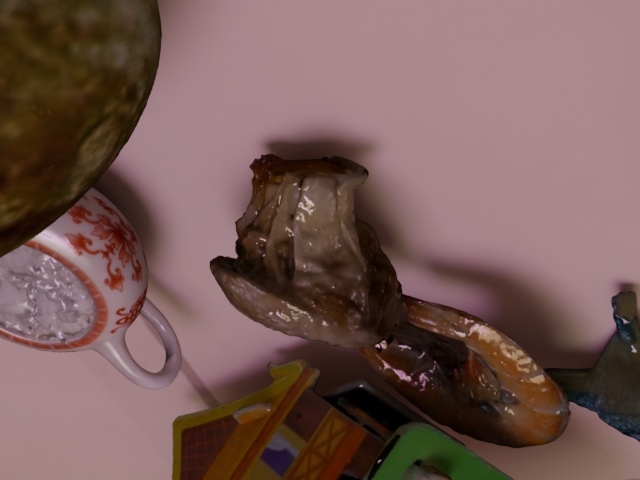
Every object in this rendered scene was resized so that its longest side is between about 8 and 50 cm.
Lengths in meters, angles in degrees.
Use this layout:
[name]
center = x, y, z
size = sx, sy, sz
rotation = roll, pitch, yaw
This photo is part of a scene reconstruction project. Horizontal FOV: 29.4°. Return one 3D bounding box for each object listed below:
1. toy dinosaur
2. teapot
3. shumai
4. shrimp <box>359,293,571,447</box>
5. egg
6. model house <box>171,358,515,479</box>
[toy dinosaur]
center = 0.260, 0.118, 0.869
size = 0.363, 0.076, 0.147
rotation = 17, 147, 8
[teapot]
center = -0.194, 0.022, 0.883
size = 0.245, 0.116, 0.159
rotation = 37, 122, -17
[shumai]
center = -0.002, 0.000, 0.807
size = 0.145, 0.145, 0.116
rotation = 16, 101, 0
[shrimp]
center = 0.096, 0.080, 0.870
size = 0.187, 0.051, 0.132
rotation = 29, 139, 5
[egg]
center = -0.225, -0.094, 0.675
size = 0.289, 0.238, 0.238
rotation = -7, 134, 13
[model house]
center = -0.022, 0.283, 0.948
size = 0.242, 0.357, 0.313
rotation = 34, 175, -30
